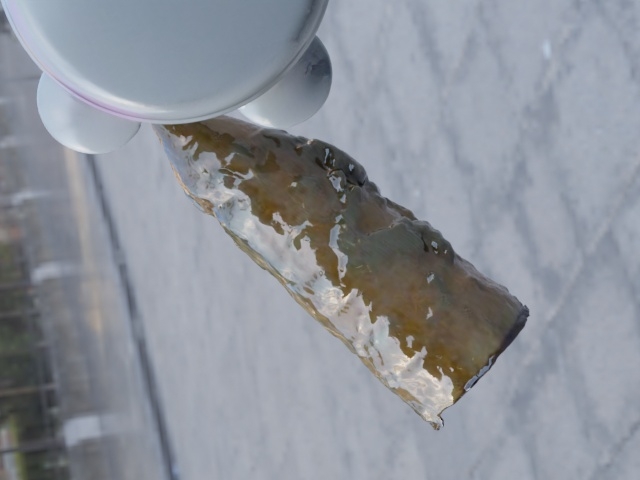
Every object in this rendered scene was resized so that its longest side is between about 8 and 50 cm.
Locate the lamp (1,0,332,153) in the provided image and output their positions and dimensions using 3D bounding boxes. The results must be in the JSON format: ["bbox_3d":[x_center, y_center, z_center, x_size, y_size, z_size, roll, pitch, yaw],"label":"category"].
[{"bbox_3d":[-0.085,-0.175,0.817,0.108,0.179,0.246,-123,25,-75],"label":"lamp"}]

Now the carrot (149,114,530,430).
[{"bbox_3d":[0.000,0.000,0.911,0.102,0.263,0.102,-51,7,9],"label":"carrot"}]
